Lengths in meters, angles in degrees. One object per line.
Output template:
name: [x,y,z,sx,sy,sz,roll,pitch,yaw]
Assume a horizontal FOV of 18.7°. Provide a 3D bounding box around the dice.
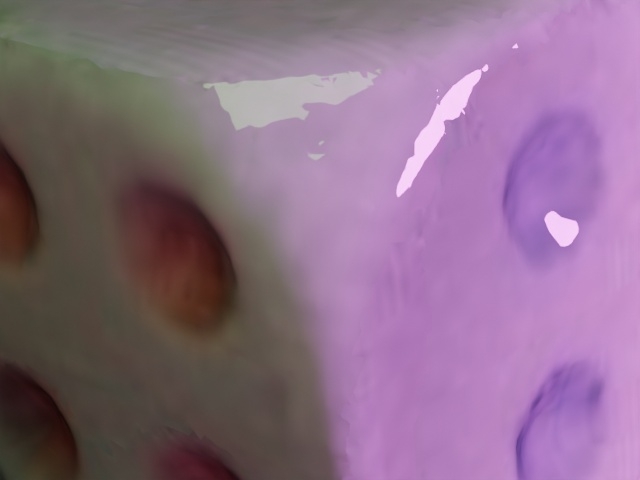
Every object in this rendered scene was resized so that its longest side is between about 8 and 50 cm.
dice: [0.000,0.000,0.850,0.268,0.262,0.265,16,32,39]
